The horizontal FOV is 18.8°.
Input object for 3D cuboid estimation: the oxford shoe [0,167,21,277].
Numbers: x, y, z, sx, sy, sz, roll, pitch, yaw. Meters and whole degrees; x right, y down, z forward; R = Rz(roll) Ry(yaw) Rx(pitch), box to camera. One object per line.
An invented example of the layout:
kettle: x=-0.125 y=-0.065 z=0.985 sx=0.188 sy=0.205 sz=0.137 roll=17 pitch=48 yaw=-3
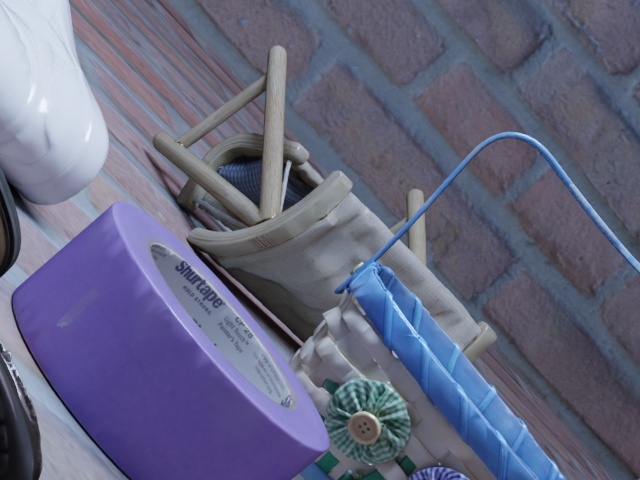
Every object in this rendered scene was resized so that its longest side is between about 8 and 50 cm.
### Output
oxford shoe: x=-0.233 y=-0.050 z=0.925 sx=0.227 sy=0.083 sz=0.096 roll=50 pitch=30 yaw=-24

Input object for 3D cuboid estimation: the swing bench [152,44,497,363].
swing bench: x=0.000 y=0.000 z=1.785 sx=0.253 sy=0.165 sz=0.254 roll=46 pitch=13 yaw=-35

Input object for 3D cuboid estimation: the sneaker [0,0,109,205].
sneaker: x=-0.247 y=-0.169 z=1.298 sx=0.169 sy=0.108 sz=0.292 roll=47 pitch=7 yaw=-49

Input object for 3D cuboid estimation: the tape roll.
tape roll: x=-0.085 y=0.073 z=1.117 sx=0.189 sy=0.080 sz=0.189 roll=48 pitch=7 yaw=-8

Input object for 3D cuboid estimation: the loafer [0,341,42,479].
loafer: x=-0.171 y=0.029 z=0.769 sx=0.220 sy=0.080 sz=0.078 roll=52 pitch=7 yaw=24

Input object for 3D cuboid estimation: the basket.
basket: x=0.112 y=0.106 z=1.315 sx=0.255 sy=0.289 sz=0.201 roll=47 pitch=1 yaw=3
